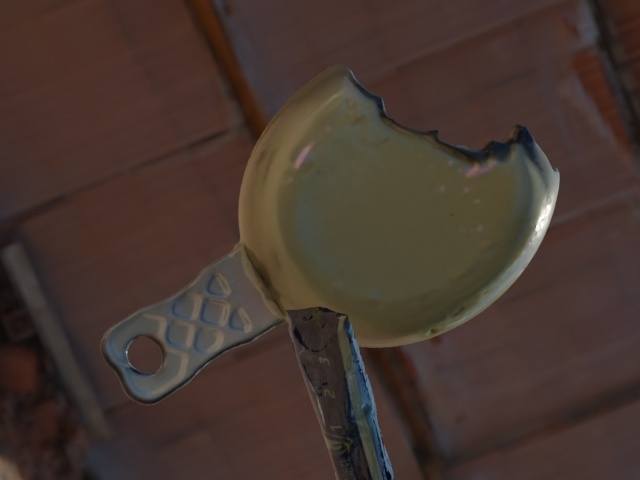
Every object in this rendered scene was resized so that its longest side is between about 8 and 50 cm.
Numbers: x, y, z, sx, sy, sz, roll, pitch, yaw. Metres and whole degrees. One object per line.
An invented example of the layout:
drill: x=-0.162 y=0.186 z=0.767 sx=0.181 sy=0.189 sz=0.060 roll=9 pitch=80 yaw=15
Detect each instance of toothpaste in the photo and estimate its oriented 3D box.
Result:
toothpaste: x=0.008 y=0.056 z=0.592 sx=0.027 sy=0.019 sz=0.083 roll=12 pitch=-48 yaw=38

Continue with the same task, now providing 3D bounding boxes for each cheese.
cheese: x=0.010 y=0.018 z=1.026 sx=0.163 sy=0.249 sz=0.071 roll=38 pitch=-3 yaw=-6
